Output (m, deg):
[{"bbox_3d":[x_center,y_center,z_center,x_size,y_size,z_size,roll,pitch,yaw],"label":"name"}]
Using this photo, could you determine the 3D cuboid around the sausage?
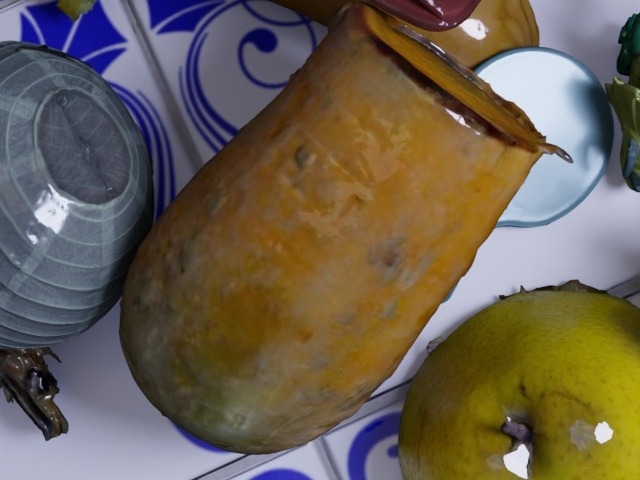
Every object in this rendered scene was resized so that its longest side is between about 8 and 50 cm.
[{"bbox_3d":[0.040,-0.245,0.998,0.354,0.116,0.134,23,58,6],"label":"sausage"}]

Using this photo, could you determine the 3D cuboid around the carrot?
[{"bbox_3d":[0.000,0.000,0.872,0.224,0.224,0.340,42,108,12],"label":"carrot"}]

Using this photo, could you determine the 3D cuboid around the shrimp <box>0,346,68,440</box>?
[{"bbox_3d":[-0.340,0.115,1.001,0.253,0.058,0.173,43,94,15],"label":"shrimp"}]

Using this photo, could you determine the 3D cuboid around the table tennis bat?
[{"bbox_3d":[0.156,-0.052,0.967,0.153,0.040,0.244,32,92,-14],"label":"table tennis bat"}]

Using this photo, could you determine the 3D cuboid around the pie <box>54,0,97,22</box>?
[{"bbox_3d":[-0.337,-0.336,0.992,0.371,0.296,0.078,7,43,9],"label":"pie"}]

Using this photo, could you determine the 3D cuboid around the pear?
[{"bbox_3d":[0.189,0.154,0.874,0.267,0.178,0.266,0,83,4],"label":"pear"}]

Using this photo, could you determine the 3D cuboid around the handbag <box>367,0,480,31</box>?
[{"bbox_3d":[0.040,-0.303,0.911,0.276,0.084,0.260,25,45,8],"label":"handbag"}]

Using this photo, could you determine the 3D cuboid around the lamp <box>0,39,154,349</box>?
[{"bbox_3d":[-0.254,-0.040,0.934,0.233,0.233,0.265,-16,84,3],"label":"lamp"}]

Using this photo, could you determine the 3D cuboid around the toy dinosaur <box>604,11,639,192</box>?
[{"bbox_3d":[0.289,-0.163,0.900,0.094,0.259,0.153,11,53,6],"label":"toy dinosaur"}]
